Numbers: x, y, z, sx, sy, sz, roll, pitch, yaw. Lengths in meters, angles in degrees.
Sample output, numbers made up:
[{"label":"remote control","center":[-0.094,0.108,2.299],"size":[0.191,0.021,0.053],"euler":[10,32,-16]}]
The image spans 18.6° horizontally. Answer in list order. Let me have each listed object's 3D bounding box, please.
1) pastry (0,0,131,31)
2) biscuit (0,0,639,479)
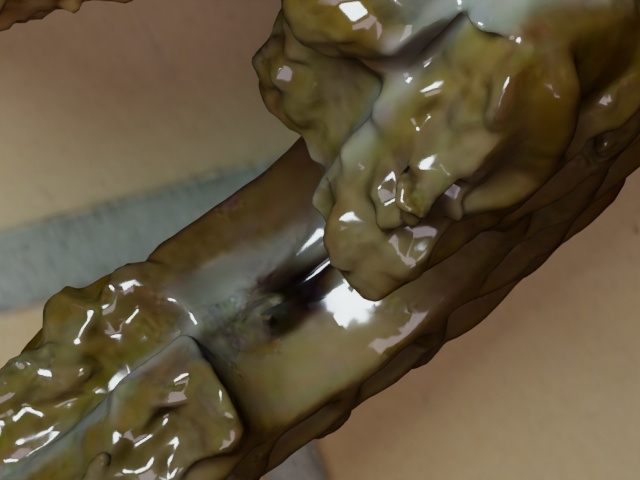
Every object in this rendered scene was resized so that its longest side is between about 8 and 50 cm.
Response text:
[{"label":"pastry","center":[-0.087,-0.244,0.608],"size":[0.337,0.292,0.405],"euler":[3,129,-8]},{"label":"biscuit","center":[0.015,-0.009,0.808],"size":[0.115,0.268,0.366],"euler":[53,126,10]}]
